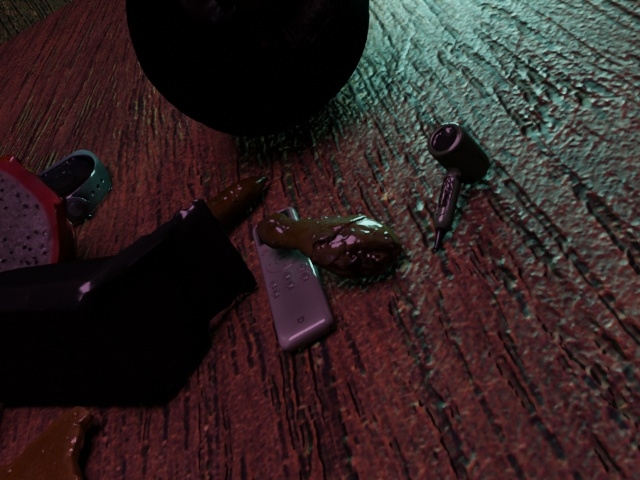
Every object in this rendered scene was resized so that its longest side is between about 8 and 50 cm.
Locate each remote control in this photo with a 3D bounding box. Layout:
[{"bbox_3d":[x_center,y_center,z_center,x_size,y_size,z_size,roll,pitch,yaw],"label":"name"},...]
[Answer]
[{"bbox_3d":[-0.040,0.035,0.951,0.067,0.029,0.261,-30,33,6],"label":"remote control"}]

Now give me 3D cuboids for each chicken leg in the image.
[{"bbox_3d":[-0.001,-0.002,0.912,0.198,0.069,0.085,13,48,39],"label":"chicken leg"}]

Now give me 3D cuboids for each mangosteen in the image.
[{"bbox_3d":[-0.110,-0.347,1.244,0.382,0.382,0.435,-37,0,-4],"label":"mangosteen"}]

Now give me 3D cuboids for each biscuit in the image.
[{"bbox_3d":[-0.333,0.295,0.874,0.162,0.035,0.250,-3,43,46],"label":"biscuit"}]

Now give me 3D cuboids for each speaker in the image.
[{"bbox_3d":[-0.296,0.084,0.994,0.388,0.180,0.184,-8,34,33],"label":"speaker"}]

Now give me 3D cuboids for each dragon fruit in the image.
[{"bbox_3d":[-0.528,0.015,1.214,0.305,0.305,0.226,-46,6,-17],"label":"dragon fruit"}]

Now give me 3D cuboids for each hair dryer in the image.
[{"bbox_3d":[0.147,-0.052,0.883,0.047,0.071,0.150,-7,59,42],"label":"hair dryer"}]

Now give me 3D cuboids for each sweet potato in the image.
[{"bbox_3d":[-0.174,-0.013,1.106,0.274,0.067,0.067,-38,33,-15],"label":"sweet potato"}]

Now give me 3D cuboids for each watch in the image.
[{"bbox_3d":[-0.488,-0.081,1.464,0.206,0.068,0.193,-27,33,8],"label":"watch"}]
